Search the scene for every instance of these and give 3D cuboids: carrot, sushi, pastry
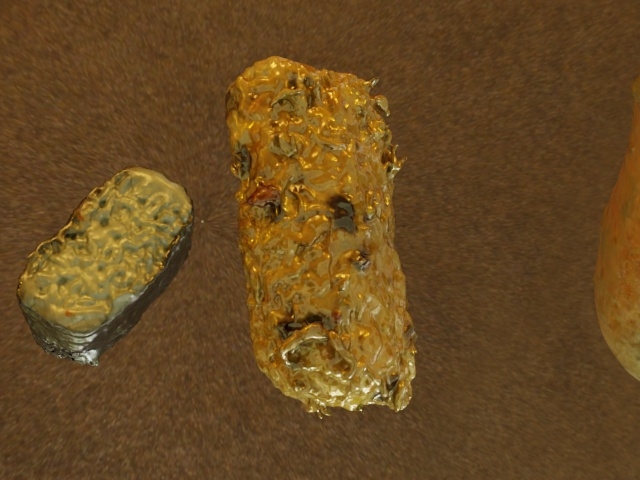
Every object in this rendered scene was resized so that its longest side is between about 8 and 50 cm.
[{"bbox_3d":[0.389,-0.014,0.890,0.224,0.224,0.340,-8,124,-7],"label":"carrot"},{"bbox_3d":[-0.229,0.029,1.007,0.124,0.127,0.225,32,60,5],"label":"sushi"},{"bbox_3d":[0.000,0.000,0.367,0.080,0.056,0.140,5,76,-41],"label":"pastry"}]
